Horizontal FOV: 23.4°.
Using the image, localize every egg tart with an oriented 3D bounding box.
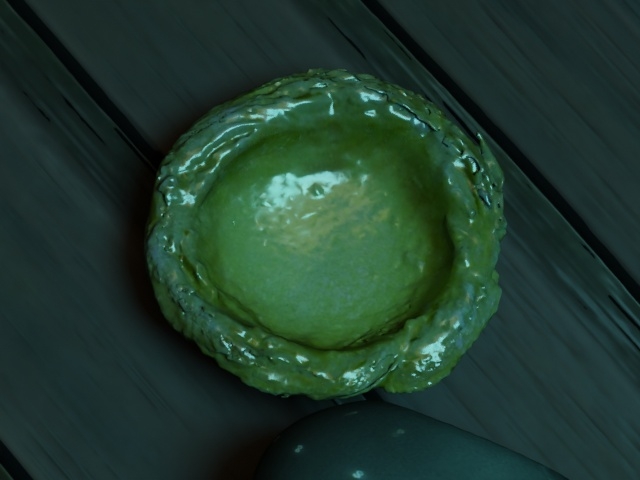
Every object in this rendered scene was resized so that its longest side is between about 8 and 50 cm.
[{"bbox_3d":[0.000,0.000,0.822,0.197,0.078,0.197,3,71,-9],"label":"egg tart"}]

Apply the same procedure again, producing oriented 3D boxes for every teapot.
[{"bbox_3d":[0.023,0.208,0.722,0.183,0.183,0.251,25,81,-4],"label":"teapot"}]
